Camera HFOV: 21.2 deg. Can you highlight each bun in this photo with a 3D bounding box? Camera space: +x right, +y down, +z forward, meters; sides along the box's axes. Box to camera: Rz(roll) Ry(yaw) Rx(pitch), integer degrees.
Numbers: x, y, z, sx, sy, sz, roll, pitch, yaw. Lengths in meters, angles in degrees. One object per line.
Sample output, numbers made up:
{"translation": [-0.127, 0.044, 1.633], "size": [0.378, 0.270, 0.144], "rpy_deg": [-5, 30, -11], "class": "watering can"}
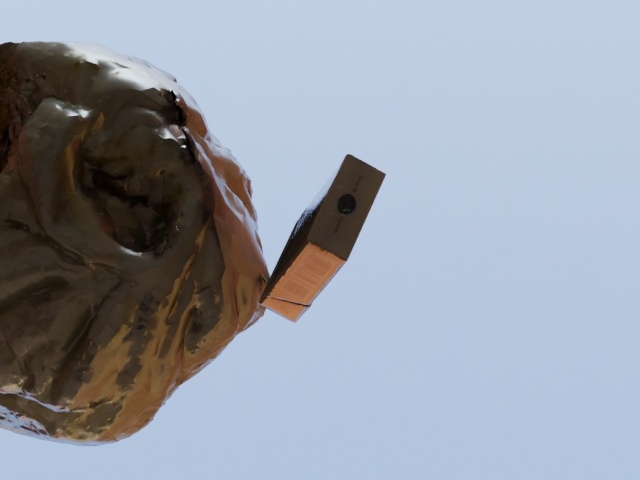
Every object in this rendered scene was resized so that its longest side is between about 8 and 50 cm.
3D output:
{"translation": [-0.148, -0.004, 1.100], "size": [0.204, 0.281, 0.281], "rpy_deg": [-17, -71, 51], "class": "bun"}

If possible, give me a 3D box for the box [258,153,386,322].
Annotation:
{"translation": [0.000, 0.000, 0.821], "size": [0.024, 0.083, 0.053], "rpy_deg": [27, -118, -4], "class": "box"}
